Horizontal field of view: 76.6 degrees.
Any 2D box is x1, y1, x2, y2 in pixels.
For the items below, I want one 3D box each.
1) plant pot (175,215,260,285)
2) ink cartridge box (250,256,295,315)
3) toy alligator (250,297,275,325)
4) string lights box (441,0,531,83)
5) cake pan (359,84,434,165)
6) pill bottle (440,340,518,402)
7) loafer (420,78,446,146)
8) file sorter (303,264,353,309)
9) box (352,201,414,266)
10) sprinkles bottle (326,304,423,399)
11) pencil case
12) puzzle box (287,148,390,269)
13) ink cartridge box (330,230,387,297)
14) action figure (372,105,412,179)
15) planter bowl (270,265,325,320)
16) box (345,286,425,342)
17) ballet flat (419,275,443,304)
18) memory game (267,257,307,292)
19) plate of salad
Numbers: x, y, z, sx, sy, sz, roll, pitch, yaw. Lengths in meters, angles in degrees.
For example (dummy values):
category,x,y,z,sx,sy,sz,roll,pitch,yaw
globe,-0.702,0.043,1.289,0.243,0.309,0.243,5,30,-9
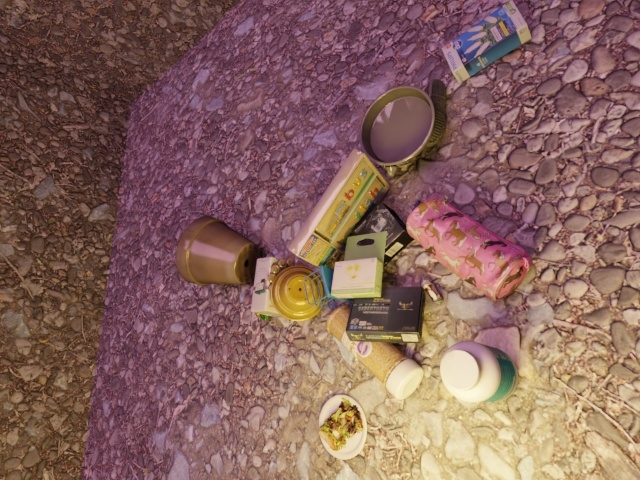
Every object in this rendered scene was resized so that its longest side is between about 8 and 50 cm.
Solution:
category,x,y,z,sx,sy,sz,roll,pitch,yaw
plant pot,-0.440,0.071,1.851,0.280,0.323,0.324,13,82,25
ink cartridge box,-0.189,0.195,1.662,0.092,0.160,0.220,-9,69,37
toy alligator,-0.248,0.317,1.742,0.189,0.056,0.052,42,143,40
string lights box,0.574,-0.689,1.416,0.259,0.076,0.134,-28,59,29
cake pan,0.276,-0.403,1.448,0.292,0.054,0.294,-9,75,36
pill bottle,0.404,0.339,1.044,0.146,0.264,0.147,-15,65,34
loafer,0.401,-0.456,1.480,0.087,0.094,0.252,164,120,-73
file sorter,0.035,0.182,1.475,0.104,0.170,0.118,-33,55,29
box,0.223,-0.022,1.447,0.156,0.093,0.158,-45,50,18
sprinkles bottle,0.168,0.356,1.332,0.355,0.121,0.121,36,98,42
pencil case,0.435,0.011,1.219,0.160,0.167,0.386,-32,49,-14
puzzle box,0.079,-0.089,1.444,0.052,0.272,0.409,34,91,35
ink cartridge box,0.131,0.076,1.369,0.171,0.056,0.236,-8,63,37
action figure,0.288,-0.364,1.525,0.185,0.099,0.286,4,80,33
planter bowl,-0.080,0.191,1.534,0.216,0.090,0.218,2,73,-7
box,0.211,0.234,1.297,0.232,0.059,0.184,-3,40,24
ballet flat,0.354,0.157,1.307,0.041,0.041,0.114,-45,51,18
memory game,-0.122,0.160,1.613,0.012,0.186,0.187,-28,53,61
plate of salad,0.066,0.626,1.363,0.199,0.048,0.200,-16,63,35
